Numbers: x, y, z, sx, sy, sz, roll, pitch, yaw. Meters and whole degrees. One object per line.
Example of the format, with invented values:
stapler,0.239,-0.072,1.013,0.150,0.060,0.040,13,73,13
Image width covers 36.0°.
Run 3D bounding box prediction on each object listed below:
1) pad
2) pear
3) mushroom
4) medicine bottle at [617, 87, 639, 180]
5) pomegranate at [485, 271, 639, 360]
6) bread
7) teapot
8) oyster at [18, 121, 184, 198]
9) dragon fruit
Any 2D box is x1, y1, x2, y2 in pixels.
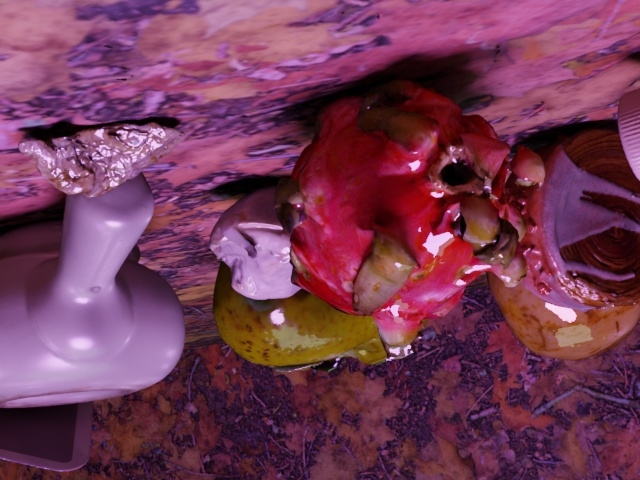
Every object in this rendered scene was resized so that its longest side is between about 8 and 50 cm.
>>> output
pad,-0.295,0.116,0.913,0.176,0.002,0.266,17,-159,-18
pear,0.011,0.068,1.147,0.238,0.164,0.255,-11,171,15
mushroom,-0.001,-0.002,0.889,0.099,0.096,0.278,-14,175,28
medicine bottle,0.305,-0.094,0.579,0.252,0.114,0.114,-16,170,36
pomegranate,0.319,0.039,1.252,0.215,0.215,0.215,-10,172,-2
bread,0.230,-0.018,0.855,0.160,0.160,0.073,-7,180,-23
teapot,-0.184,0.046,0.786,0.318,0.149,0.220,-18,165,37
oyster,-0.127,-0.050,0.593,0.083,0.038,0.080,-11,170,12
dragon fruit,0.054,-0.015,0.618,0.160,0.167,0.172,-13,170,-10
